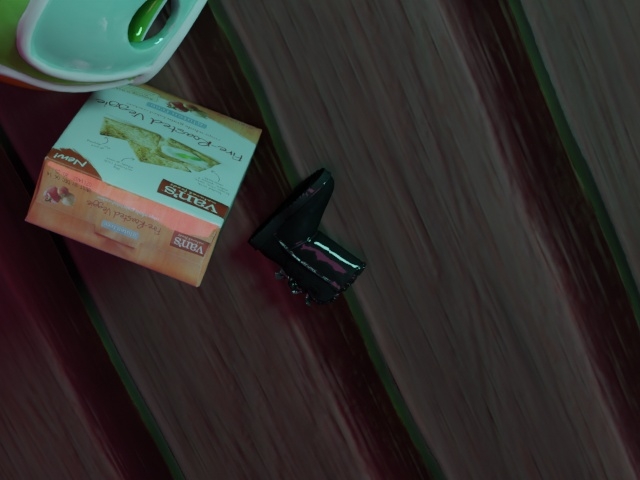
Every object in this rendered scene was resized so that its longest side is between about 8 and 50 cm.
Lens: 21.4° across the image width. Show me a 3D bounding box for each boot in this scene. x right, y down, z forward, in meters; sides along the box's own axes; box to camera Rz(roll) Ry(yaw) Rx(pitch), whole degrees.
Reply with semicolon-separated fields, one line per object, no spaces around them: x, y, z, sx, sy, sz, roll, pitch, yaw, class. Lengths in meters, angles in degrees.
0.000;0.000;1.588;0.099;0.045;0.121;41;120;-9;boot

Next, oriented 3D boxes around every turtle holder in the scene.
-0.199;-0.272;1.412;0.227;0.243;0.320;31;75;-23;turtle holder

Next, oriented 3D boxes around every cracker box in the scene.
-0.148;-0.060;1.476;0.155;0.232;0.067;21;115;-3;cracker box
